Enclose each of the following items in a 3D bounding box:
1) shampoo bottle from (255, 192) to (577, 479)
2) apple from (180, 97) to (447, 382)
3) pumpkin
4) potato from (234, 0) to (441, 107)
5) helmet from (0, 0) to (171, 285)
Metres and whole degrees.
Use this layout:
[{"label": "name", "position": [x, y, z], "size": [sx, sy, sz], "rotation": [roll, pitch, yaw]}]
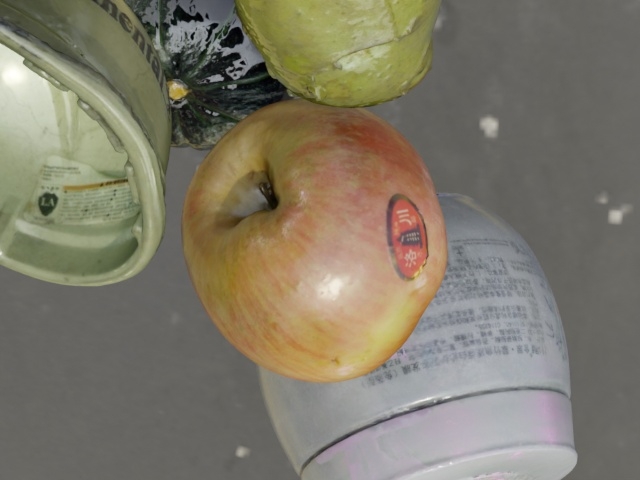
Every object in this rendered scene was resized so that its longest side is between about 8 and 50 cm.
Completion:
[{"label": "shampoo bottle", "position": [0.083, 0.116, 1.464], "size": [0.273, 0.273, 0.266], "rotation": [4, 63, -39]}, {"label": "apple", "position": [0.000, 0.000, 1.210], "size": [0.164, 0.209, 0.209], "rotation": [29, 76, -39]}, {"label": "pumpkin", "position": [-0.117, -0.186, 1.537], "size": [0.220, 0.220, 0.162], "rotation": [52, 35, -30]}, {"label": "potato", "position": [0.009, -0.122, 0.640], "size": [0.105, 0.085, 0.188], "rotation": [-20, 145, -8]}, {"label": "helmet", "position": [-0.172, -0.103, 0.927], "size": [0.257, 0.204, 0.137], "rotation": [54, 46, -40]}]
